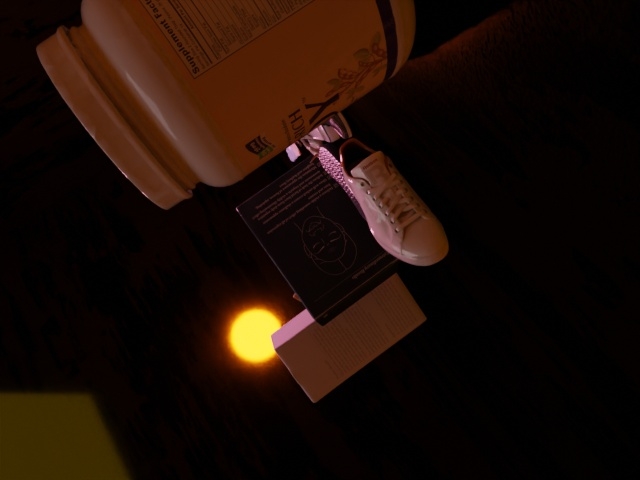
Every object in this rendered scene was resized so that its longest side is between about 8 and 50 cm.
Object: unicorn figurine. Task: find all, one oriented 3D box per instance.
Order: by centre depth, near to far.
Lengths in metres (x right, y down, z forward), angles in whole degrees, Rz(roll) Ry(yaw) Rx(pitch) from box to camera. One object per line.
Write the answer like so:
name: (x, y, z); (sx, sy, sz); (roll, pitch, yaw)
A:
unicorn figurine: (-0.017, -0.253, 1.229); (0.111, 0.060, 0.162); (53, -169, 7)

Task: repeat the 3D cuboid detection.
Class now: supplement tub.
supplement tub: (-0.092, -0.210, 0.515); (0.241, 0.331, 0.241); (54, 176, 6)

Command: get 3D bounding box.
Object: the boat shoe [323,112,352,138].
boat shoe: (0.006, -0.256, 0.948); (0.152, 0.049, 0.056); (52, 175, 20)

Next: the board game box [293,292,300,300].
board game box: (0.014, 0.078, 1.658); (0.064, 0.316, 0.242); (31, 175, 1)

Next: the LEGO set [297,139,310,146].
LEGO set: (-0.045, -0.288, 1.355); (0.083, 0.023, 0.054); (24, 171, 39)

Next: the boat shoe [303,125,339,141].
boat shoe: (-0.038, -0.269, 1.088); (0.095, 0.084, 0.258); (57, 175, -31)

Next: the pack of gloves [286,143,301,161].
pack of gloves: (-0.087, -0.281, 1.755); (0.195, 0.046, 0.232); (54, 175, -5)

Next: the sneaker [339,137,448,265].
sneaker: (0.112, -0.075, 0.831); (0.290, 0.106, 0.123); (53, 178, 36)

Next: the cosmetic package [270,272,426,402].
cosmetic package: (0.087, 0.285, 1.541); (0.230, 0.453, 0.161); (56, 175, -12)

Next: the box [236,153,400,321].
box: (0.000, 0.000, 1.364); (0.395, 0.294, 0.212); (54, 176, 16)

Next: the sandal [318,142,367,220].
sandal: (0.086, -0.134, 1.041); (0.254, 0.055, 0.097); (54, 158, 25)
